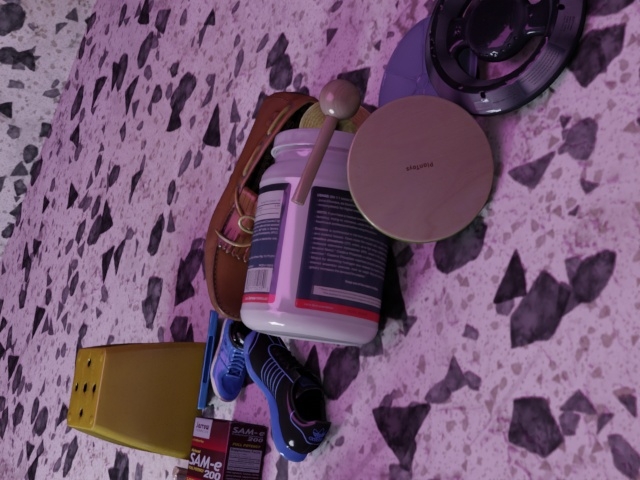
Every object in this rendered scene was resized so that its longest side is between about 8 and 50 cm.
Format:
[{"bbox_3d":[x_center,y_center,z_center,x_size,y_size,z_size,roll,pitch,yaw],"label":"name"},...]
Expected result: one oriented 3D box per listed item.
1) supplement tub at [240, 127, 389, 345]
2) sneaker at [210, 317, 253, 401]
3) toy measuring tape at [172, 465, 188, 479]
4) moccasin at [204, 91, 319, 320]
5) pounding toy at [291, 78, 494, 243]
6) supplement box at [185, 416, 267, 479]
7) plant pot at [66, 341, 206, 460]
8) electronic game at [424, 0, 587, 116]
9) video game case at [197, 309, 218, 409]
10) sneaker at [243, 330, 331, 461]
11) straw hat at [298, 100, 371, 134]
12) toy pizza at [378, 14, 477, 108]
[{"bbox_3d":[0.000,0.000,1.334,0.191,0.191,0.272,-5,74,57],"label":"supplement tub"},{"bbox_3d":[-0.138,0.189,1.604,0.084,0.058,0.152,-28,49,61],"label":"sneaker"},{"bbox_3d":[-0.255,0.545,1.618,0.121,0.121,0.330,-50,31,36],"label":"toy measuring tape"},{"bbox_3d":[-0.080,-0.052,1.551,0.380,0.139,0.147,-66,23,0],"label":"moccasin"},{"bbox_3d":[0.097,-0.097,1.242,0.110,0.237,0.183,-97,24,-88],"label":"pounding toy"},{"bbox_3d":[-0.161,0.408,1.545,0.130,0.073,0.239,-9,70,57],"label":"supplement box"},{"bbox_3d":[-0.345,0.280,1.774,0.212,0.187,0.212,-10,70,57],"label":"plant pot"},{"bbox_3d":[0.224,-0.265,1.200,0.229,0.048,0.229,-16,67,41],"label":"electronic game"},{"bbox_3d":[-0.196,0.210,1.684,0.119,0.015,0.166,129,149,-78],"label":"video game case"},{"bbox_3d":[-0.044,0.209,1.438,0.090,0.081,0.232,-50,47,31],"label":"sneaker"},{"bbox_3d":[0.038,-0.156,1.450,0.144,0.144,0.061,-50,0,35],"label":"straw hat"},{"bbox_3d":[0.151,-0.214,1.330,0.201,0.032,0.201,-25,58,50],"label":"toy pizza"}]
